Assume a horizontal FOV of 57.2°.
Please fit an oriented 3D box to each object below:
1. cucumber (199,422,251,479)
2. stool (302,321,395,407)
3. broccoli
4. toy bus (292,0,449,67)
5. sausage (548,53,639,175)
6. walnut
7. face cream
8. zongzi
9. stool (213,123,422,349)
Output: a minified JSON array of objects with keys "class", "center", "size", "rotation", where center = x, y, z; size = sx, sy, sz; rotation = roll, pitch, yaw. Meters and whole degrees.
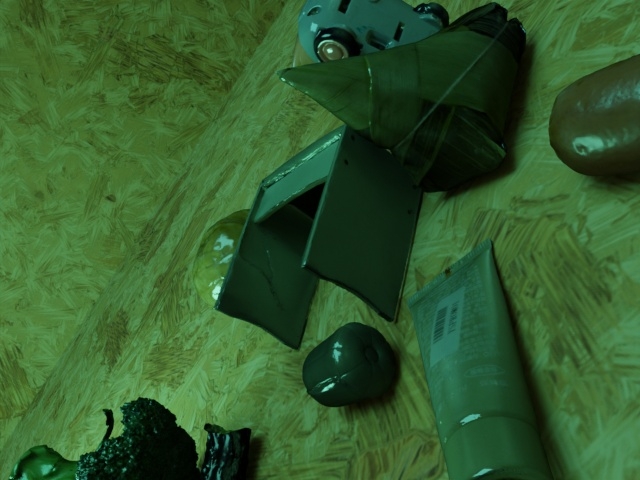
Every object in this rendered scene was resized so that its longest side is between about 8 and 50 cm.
[{"class":"cucumber","center":[-0.156,0.407,0.822],"size":[0.072,0.081,0.303],"rotation":[84,-169,-53]},{"class":"stool","center":[0.034,0.163,0.753],"size":[0.110,0.096,0.096],"rotation":[-38,30,45]},{"class":"broccoli","center":[-0.324,0.380,0.888],"size":[0.297,0.297,0.297],"rotation":[13,-90,-86]},{"class":"toy bus","center":[0.083,-0.311,1.038],"size":[0.232,0.288,0.194],"rotation":[-48,20,57]},{"class":"sausage","center":[0.332,-0.128,0.544],"size":[0.259,0.114,0.113],"rotation":[-13,48,54]},{"class":"walnut","center":[-0.145,0.043,1.106],"size":[0.222,0.195,0.195],"rotation":[-25,39,51]},{"class":"face cream","center":[0.155,0.123,0.611],"size":[0.137,0.084,0.341],"rotation":[-42,20,23]},{"class":"zongzi","center":[0.126,-0.257,0.823],"size":[0.154,0.318,0.289],"rotation":[-37,30,59]},{"class":"stool","center":[0.000,0.000,0.913],"size":[0.244,0.170,0.269],"rotation":[-26,39,48]}]
